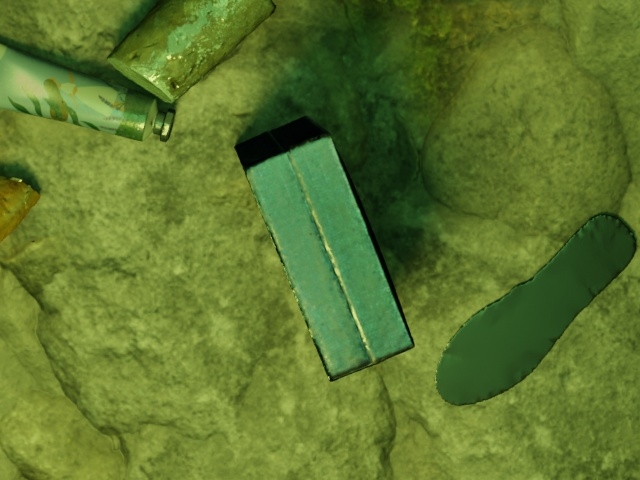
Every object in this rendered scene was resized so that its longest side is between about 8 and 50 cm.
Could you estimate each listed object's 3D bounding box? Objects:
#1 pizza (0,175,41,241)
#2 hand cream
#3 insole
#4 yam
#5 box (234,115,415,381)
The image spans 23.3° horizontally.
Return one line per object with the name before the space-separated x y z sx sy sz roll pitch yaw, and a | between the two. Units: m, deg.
pizza | -0.465 -0.021 1.843 0.271 0.056 0.134 -32 64 -31
hand cream | -0.303 -0.172 1.881 0.256 0.055 0.088 17 96 0
insole | 0.272 0.092 1.979 0.322 0.007 0.109 -45 100 2
yam | -0.156 -0.248 1.848 0.194 0.107 0.107 -43 99 3
box | 0.000 0.000 1.808 0.116 0.279 0.261 -24 100 -2
